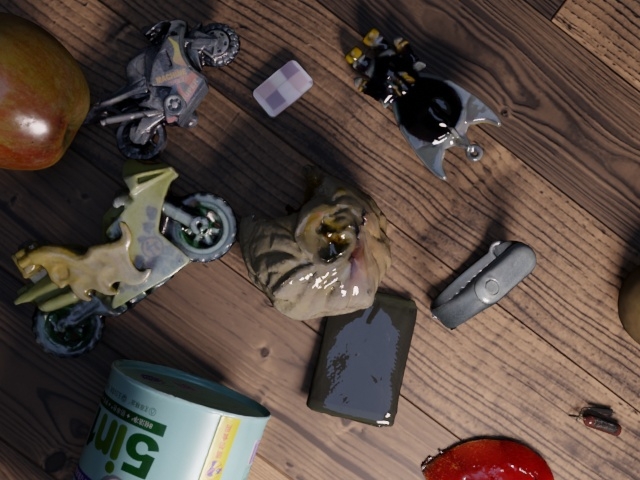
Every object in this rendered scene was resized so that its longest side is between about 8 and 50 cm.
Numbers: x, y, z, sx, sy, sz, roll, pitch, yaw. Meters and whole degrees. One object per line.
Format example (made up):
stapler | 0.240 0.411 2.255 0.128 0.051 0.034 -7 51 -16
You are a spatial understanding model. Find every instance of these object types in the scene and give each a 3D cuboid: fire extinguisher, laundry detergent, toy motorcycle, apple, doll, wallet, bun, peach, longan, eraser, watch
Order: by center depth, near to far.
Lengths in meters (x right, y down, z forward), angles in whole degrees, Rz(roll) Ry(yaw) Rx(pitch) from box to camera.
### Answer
laundry detergent | -0.265 0.391 1.478 0.287 0.287 0.305 20 87 -5
apple | -0.521 -0.244 1.478 0.234 0.257 0.256 29 87 -3
bun | 0.006 0.014 1.532 0.282 0.205 0.281 1 88 -16
toy motorcycle | -0.355 0.019 1.533 0.410 0.169 0.237 -37 91 -4
toy motorcycle | -0.286 -0.288 1.578 0.173 0.108 0.307 38 87 5
watch | 0.293 0.075 1.586 0.206 0.193 0.068 -41 92 -24
doll | 0.177 -0.256 1.615 0.316 0.103 0.145 45 71 5
longan | 0.645 0.133 1.627 0.185 0.159 0.204 4 95 -13
eraser | -0.070 -0.281 1.631 0.105 0.026 0.065 -42 90 -4
wallet | 0.081 0.214 1.632 0.169 0.052 0.245 14 81 0
peach | 0.327 0.468 1.642 0.279 0.068 0.189 15 86 -5
fire extinguisher | 0.532 0.339 1.678 0.100 0.032 0.046 21 99 -11
